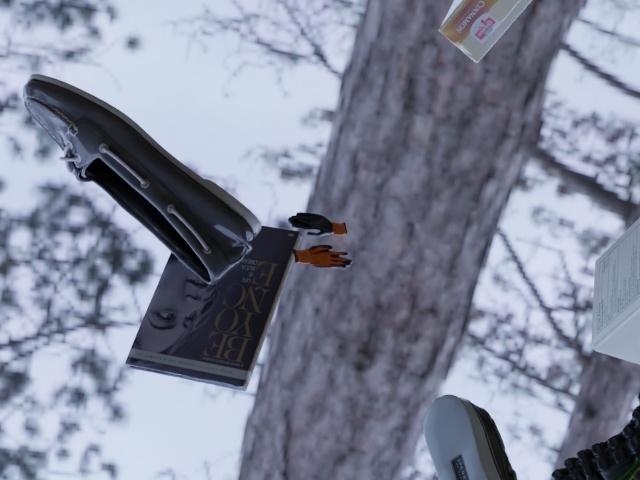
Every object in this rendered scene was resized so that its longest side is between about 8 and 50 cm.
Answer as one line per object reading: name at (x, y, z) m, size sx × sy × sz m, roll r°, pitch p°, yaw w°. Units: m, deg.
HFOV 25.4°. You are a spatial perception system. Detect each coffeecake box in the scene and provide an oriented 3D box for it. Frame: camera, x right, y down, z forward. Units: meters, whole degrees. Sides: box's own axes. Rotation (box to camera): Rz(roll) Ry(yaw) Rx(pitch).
coffeecake box at (0.229, -0.322, 1.809) m, size 0.068 × 0.142 × 0.185 m, roll 39°, pitch -155°, yaw -5°

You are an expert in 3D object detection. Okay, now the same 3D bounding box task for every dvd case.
dvd case at (-0.133, 0.073, 1.776) m, size 0.164 × 0.018 × 0.221 m, roll 9°, pitch -117°, yaw 22°

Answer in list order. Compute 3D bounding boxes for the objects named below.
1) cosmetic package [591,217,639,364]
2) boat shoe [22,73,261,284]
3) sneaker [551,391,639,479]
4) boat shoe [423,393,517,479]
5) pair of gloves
cosmetic package at (0.496, 0.033, 1.944) m, size 0.113 × 0.309 × 0.160 m, roll 17°, pitch -124°, yaw -11°
boat shoe at (-0.227, -0.073, 1.678) m, size 0.335 × 0.112 × 0.095 m, roll 34°, pitch -110°, yaw -1°
sneaker at (0.387, 0.213, 1.491) m, size 0.146 × 0.343 × 0.134 m, roll 26°, pitch -153°, yaw -46°
boat shoe at (0.160, 0.248, 1.336) m, size 0.070 × 0.077 × 0.219 m, roll 22°, pitch -134°, yaw -40°
pair of gloves at (0.000, 0.000, 1.655) m, size 0.074 × 0.010 × 0.083 m, roll 7°, pitch -134°, yaw -20°
